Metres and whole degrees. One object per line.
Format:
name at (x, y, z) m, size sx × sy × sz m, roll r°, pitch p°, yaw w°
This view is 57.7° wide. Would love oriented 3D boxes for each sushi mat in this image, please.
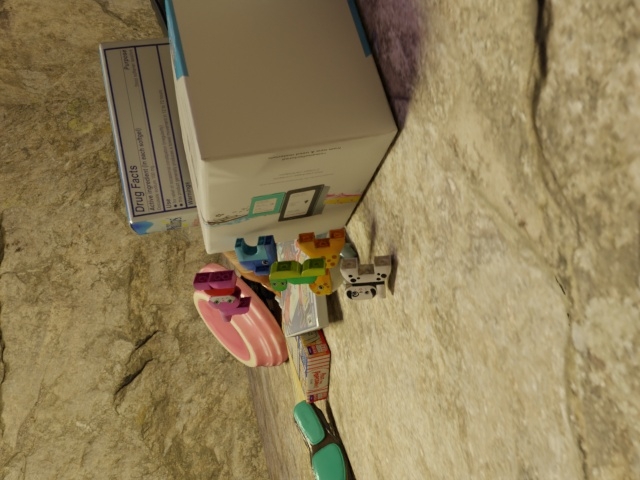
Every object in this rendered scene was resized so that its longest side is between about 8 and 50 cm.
sushi mat at (-0.044, 0.348, 1.350) m, size 0.151 × 0.019 × 0.316 m, roll -171°, pitch 71°, yaw -74°

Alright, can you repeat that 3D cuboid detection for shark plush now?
shark plush at (0.000, 0.000, 0.815) m, size 0.073 × 0.067 × 0.161 m, roll 107°, pitch 149°, yaw -62°

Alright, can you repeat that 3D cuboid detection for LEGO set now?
LEGO set at (-0.025, 0.047, 0.712) m, size 0.087 × 0.228 × 0.093 m, roll -86°, pitch -12°, yaw -50°

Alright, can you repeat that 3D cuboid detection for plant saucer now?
plant saucer at (-0.225, 0.213, 1.532) m, size 0.332 × 0.084 × 0.332 m, roll 38°, pitch 151°, yaw 25°

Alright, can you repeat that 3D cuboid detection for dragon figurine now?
dragon figurine at (-0.174, 0.120, 1.557) m, size 0.289 × 0.085 × 0.144 m, roll 92°, pitch 160°, yaw -55°

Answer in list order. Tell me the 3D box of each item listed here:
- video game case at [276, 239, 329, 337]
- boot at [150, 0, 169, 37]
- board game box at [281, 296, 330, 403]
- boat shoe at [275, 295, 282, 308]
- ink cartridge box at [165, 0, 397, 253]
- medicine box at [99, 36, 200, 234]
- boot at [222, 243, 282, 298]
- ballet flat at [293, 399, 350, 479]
video game case at (-0.037, 0.060, 1.006) m, size 0.183 × 0.023 × 0.201 m, roll 144°, pitch 121°, yaw -66°
boot at (-0.235, -0.514, 1.040) m, size 0.260 × 0.131 × 0.347 m, roll -6°, pitch 114°, yaw 58°
board game box at (-0.033, 0.195, 1.138) m, size 0.193 × 0.045 × 0.146 m, roll -114°, pitch 20°, yaw -44°
boat shoe at (-0.075, 0.144, 1.309) m, size 0.035 × 0.035 × 0.100 m, roll 55°, pitch 168°, yaw -16°
ink cartridge box at (-0.061, -0.130, 0.691) m, size 0.270 × 0.197 × 0.198 m, roll 116°, pitch 141°, yaw -68°
medicine box at (-0.169, -0.166, 0.904) m, size 0.149 × 0.290 × 0.263 m, roll 153°, pitch 107°, yaw -75°
boot at (-0.139, -0.025, 1.213) m, size 0.220 × 0.109 × 0.283 m, roll 48°, pitch -166°, yaw -46°
ballet flat at (0.010, 0.393, 1.090) m, size 0.074 × 0.074 × 0.203 m, roll 94°, pitch 154°, yaw -45°
